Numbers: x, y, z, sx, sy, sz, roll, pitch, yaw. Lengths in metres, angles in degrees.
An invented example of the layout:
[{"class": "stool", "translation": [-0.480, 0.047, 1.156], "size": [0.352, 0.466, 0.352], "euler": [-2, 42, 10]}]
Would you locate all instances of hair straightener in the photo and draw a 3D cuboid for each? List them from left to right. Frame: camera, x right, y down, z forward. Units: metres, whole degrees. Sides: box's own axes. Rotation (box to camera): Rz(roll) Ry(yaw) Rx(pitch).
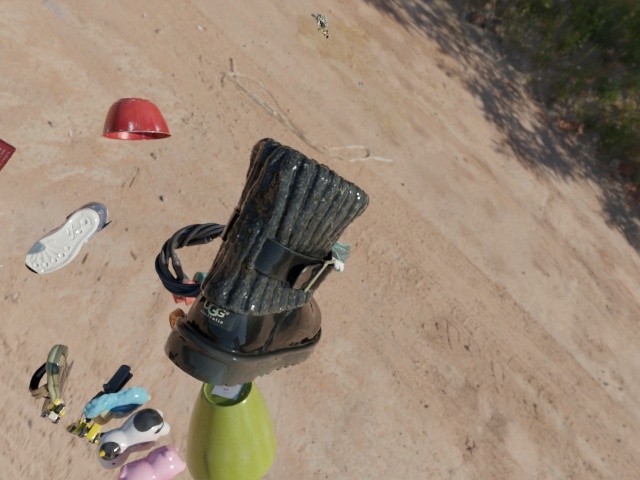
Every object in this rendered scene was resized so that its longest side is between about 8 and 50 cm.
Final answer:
[{"class": "hair straightener", "translation": [-0.688, 0.480, 1.317], "size": [0.047, 0.089, 0.230], "euler": [21, 39, 15]}]

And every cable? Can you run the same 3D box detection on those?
[{"class": "cable", "translation": [-0.209, 0.032, 0.763], "size": [0.150, 0.184, 0.047], "euler": [31, 24, -21]}]

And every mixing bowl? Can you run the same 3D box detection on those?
[{"class": "mixing bowl", "translation": [-0.517, -0.340, 1.172], "size": [0.181, 0.181, 0.098], "euler": [-9, 98, -40]}]

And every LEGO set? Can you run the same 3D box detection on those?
[{"class": "LEGO set", "translation": [0.007, -0.488, 0.940], "size": [0.054, 0.023, 0.083], "euler": [11, 49, -51]}]

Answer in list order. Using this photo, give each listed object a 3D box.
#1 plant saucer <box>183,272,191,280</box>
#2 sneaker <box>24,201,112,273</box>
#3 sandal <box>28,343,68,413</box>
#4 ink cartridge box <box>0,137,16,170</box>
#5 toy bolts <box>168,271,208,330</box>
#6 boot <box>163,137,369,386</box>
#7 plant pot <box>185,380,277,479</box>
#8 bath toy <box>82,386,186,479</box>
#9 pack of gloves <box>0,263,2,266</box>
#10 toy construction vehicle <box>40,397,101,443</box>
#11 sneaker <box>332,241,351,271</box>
[{"class": "plant saucer", "translation": [-0.567, 0.177, 1.800], "size": [0.021, 0.119, 0.119], "euler": [-42, 88, -17]}, {"class": "sneaker", "translation": [-0.956, -0.022, 1.618], "size": [0.130, 0.323, 0.236], "euler": [47, 0, -20]}, {"class": "sandal", "translation": [-0.777, 0.391, 1.193], "size": [0.086, 0.303, 0.120], "euler": [10, 39, -25]}, {"class": "ink cartridge box", "translation": [-0.576, -0.171, 0.514], "size": [0.197, 0.273, 0.114], "euler": [31, 81, 6]}, {"class": "toy bolts", "translation": [-0.346, 0.197, 1.251], "size": [0.158, 0.218, 0.228], "euler": [-19, 106, -39]}, {"class": "boot", "translation": [-0.033, 0.029, 0.557], "size": [0.131, 0.260, 0.348], "euler": [26, 3, 12]}, {"class": "plant pot", "translation": [-0.262, 0.512, 1.210], "size": [0.275, 0.293, 0.275], "euler": [3, 33, -2]}, {"class": "bath toy", "translation": [-0.378, 0.479, 0.891], "size": [0.151, 0.129, 0.348], "euler": [-43, 62, -8]}, {"class": "pack of gloves", "translation": [-1.308, 0.099, 1.525], "size": [0.232, 0.046, 0.195], "euler": [25, 26, 25]}, {"class": "toy construction vehicle", "translation": [-0.387, 0.279, 0.655], "size": [0.086, 0.098, 0.035], "euler": [41, 52, -19]}, {"class": "sneaker", "translation": [0.000, 0.000, 0.977], "size": [0.166, 0.065, 0.076], "euler": [37, 79, -5]}]
